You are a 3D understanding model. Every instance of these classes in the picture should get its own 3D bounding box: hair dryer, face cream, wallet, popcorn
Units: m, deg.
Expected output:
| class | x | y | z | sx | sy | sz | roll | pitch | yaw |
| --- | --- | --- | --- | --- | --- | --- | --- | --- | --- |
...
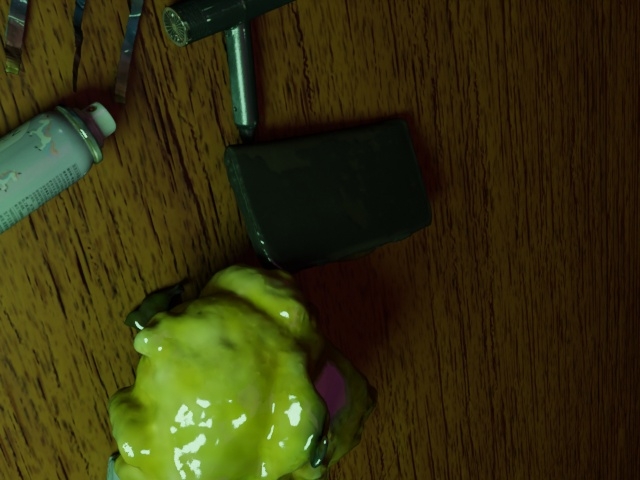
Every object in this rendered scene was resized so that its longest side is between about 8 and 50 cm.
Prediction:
| class | x | y | z | sx | sy | sz | roll | pitch | yaw |
| --- | --- | --- | --- | --- | --- | --- | --- | --- | --- |
| hair dryer | -0.075 | -0.203 | 0.861 | 0.173 | 0.050 | 0.195 | -32 | 125 | -27 |
| face cream | -0.296 | -0.056 | 0.703 | 0.229 | 0.075 | 0.075 | -41 | 125 | -23 |
| wallet | 0.024 | -0.061 | 0.937 | 0.309 | 0.042 | 0.165 | -17 | 91 | -42 |
| popcorn | -0.072 | 0.177 | 0.824 | 0.315 | 0.281 | 0.298 | 5 | 100 | -36 |

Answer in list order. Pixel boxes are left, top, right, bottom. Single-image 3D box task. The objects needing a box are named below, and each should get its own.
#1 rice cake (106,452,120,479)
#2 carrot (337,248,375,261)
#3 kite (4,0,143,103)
| class | x | y | z | sx | sy | sz | roll | pitch | yaw |
| --- | --- | --- | --- | --- | --- | --- | --- | --- | --- |
| rice cake | -0.214 | 0.362 | 0.913 | 0.127 | 0.043 | 0.237 | -4 | 105 | -38 |
| carrot | 0.000 | 0.000 | 0.970 | 0.186 | 0.060 | 0.060 | -3 | 105 | -36 |
| kite | -0.218 | -0.325 | 0.722 | 0.204 | 0.022 | 0.361 | 13 | 91 | -41 |
